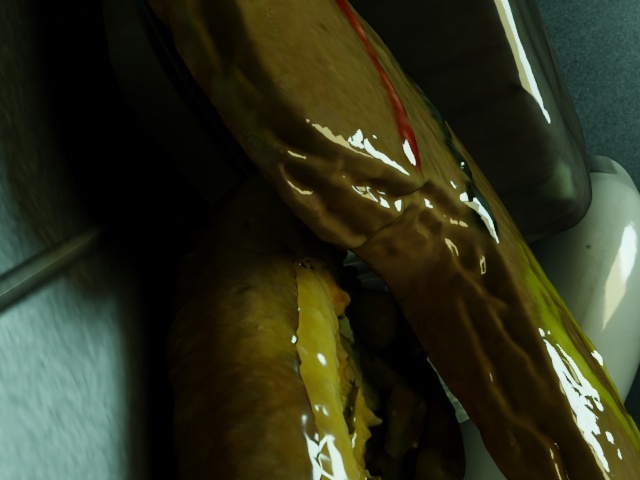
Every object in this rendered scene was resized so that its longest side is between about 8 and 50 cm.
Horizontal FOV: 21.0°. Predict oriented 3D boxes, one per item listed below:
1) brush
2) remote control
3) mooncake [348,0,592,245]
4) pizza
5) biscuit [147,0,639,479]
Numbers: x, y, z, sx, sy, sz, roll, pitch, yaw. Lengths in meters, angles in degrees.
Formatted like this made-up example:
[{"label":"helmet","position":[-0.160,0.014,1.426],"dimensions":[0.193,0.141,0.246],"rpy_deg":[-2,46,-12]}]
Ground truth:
[{"label":"brush","position":[0.000,0.000,0.753],"dimensions":[0.327,0.065,0.070],"rpy_deg":[57,19,-47]},{"label":"remote control","position":[0.141,0.058,1.071],"dimensions":[0.332,0.103,0.221],"rpy_deg":[-45,158,-79]},{"label":"mooncake","position":[0.036,-0.131,0.933],"dimensions":[0.306,0.154,0.306],"rpy_deg":[-21,90,-81]},{"label":"pizza","position":[0.021,0.125,0.592],"dimensions":[0.251,0.074,0.288],"rpy_deg":[-59,126,-74]},{"label":"biscuit","position":[0.031,-0.017,0.627],"dimensions":[0.277,0.052,0.262],"rpy_deg":[46,11,-42]}]
